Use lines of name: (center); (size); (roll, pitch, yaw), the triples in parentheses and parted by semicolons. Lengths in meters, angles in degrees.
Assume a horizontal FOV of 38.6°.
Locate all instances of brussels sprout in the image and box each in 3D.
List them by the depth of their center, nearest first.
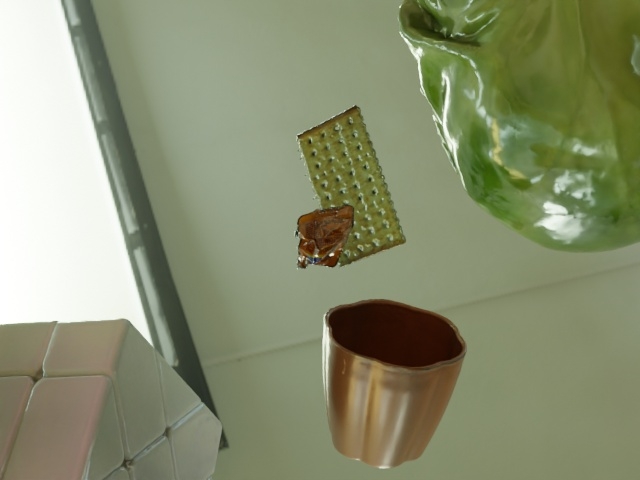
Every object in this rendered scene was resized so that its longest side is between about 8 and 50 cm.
brussels sprout: (0.288, -0.168, 0.982); (0.425, 0.342, 0.361); (10, -112, -58)

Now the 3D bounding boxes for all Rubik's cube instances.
Rubik's cube: (-0.345, 0.313, 1.161); (0.315, 0.322, 0.319); (-5, -127, 17)

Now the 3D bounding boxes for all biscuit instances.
biscuit: (0.045, -0.084, 1.464); (0.016, 0.139, 0.231); (-14, -97, -56)

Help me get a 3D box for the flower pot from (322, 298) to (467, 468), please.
flower pot: (0.082, 0.192, 1.197); (0.190, 0.173, 0.191); (9, -160, -3)

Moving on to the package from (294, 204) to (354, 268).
package: (0.001, 0.001, 1.177); (0.077, 0.111, 0.033); (4, -131, -9)
